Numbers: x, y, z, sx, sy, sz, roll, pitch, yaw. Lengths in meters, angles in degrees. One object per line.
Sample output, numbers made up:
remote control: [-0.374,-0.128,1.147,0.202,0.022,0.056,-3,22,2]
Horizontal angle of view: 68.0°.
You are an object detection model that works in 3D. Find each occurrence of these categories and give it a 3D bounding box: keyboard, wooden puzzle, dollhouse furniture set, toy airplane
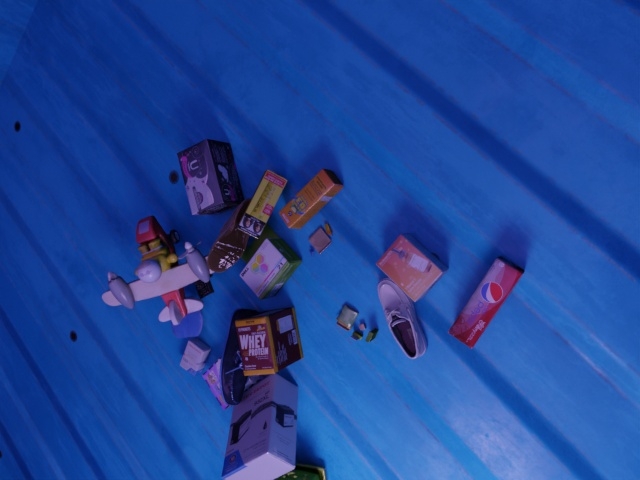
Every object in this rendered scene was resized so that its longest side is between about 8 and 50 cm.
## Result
keyboard: [-0.480,0.135,1.907,0.108,0.023,0.180,-27,81,26]
wooden puzzle: [0.000,0.000,1.656,0.116,0.014,0.079,-37,72,24]
dollhouse furniture set: [0.114,0.284,1.584,0.151,0.058,0.076,30,105,23]
toy airplane: [-0.605,0.141,1.806,0.384,0.272,0.387,27,90,6]

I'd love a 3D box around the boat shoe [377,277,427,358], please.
boat shoe: [0.248,0.245,1.496,0.096,0.088,0.268,-24,82,26]

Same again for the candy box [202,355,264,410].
candy box: [-0.338,0.524,1.824,0.196,0.070,0.165,-44,73,23]

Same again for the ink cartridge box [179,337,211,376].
ink cartridge box: [-0.505,0.470,1.919,0.088,0.052,0.123,29,106,23]

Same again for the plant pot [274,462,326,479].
plant pot: [-0.094,0.903,1.640,0.228,0.207,0.228,-6,90,27]

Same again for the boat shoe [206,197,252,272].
boat shoe: [-0.319,-0.021,1.751,0.109,0.098,0.303,29,94,-18]

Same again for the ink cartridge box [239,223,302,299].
ink cartridge box: [-0.221,0.058,1.726,0.255,0.097,0.189,45,111,18]

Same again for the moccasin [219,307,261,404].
moccasin: [-0.280,0.409,1.697,0.116,0.138,0.343,-3,72,17]

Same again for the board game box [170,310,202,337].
board game box: [-0.539,0.327,1.942,0.168,0.033,0.133,-11,81,25]

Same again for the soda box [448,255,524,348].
soda box: [0.478,0.177,1.371,0.083,0.092,0.264,34,107,21]

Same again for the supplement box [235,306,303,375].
supplement box: [-0.176,0.349,1.661,0.128,0.194,0.192,-12,87,28]

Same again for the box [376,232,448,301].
box: [0.283,0.081,1.469,0.170,0.091,0.130,44,111,18]

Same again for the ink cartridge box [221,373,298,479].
ink cartridge box: [-0.199,0.647,1.622,0.223,0.308,0.129,-38,117,23]

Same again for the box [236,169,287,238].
box: [-0.206,-0.127,1.675,0.087,0.058,0.233,28,84,-15]

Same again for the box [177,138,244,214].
box: [-0.414,-0.233,1.786,0.163,0.142,0.248,-17,84,27]

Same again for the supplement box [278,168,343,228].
supplement box: [-0.034,-0.139,1.631,0.233,0.080,0.078,-44,71,24]
